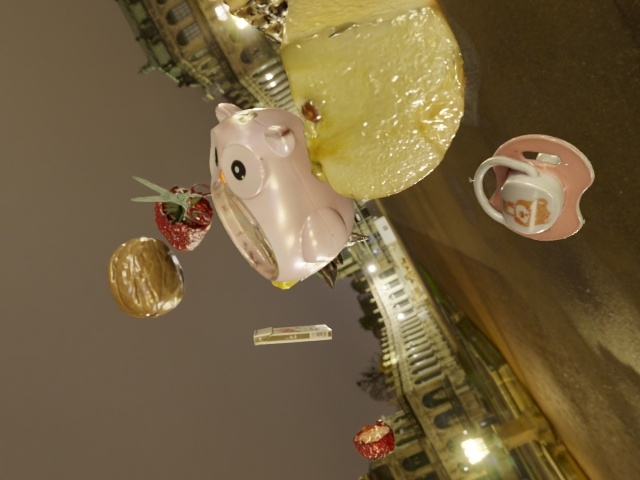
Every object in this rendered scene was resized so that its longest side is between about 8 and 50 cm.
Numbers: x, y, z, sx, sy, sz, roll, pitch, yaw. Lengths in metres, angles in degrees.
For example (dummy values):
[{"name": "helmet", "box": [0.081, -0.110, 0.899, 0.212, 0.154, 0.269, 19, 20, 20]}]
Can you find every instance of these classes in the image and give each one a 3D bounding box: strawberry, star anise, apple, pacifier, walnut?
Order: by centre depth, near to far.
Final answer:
[{"name": "apple", "box": [0.059, -0.226, 0.634, 0.314, 0.252, 0.309, 36, 164, 34]}, {"name": "pacifier", "box": [0.568, -0.140, 1.054, 0.220, 0.273, 0.332, -111, 0, -48]}, {"name": "star anise", "box": [0.013, 0.010, 1.351, 0.108, 0.315, 0.315, 18, -137, -56]}, {"name": "strawberry", "box": [0.180, 0.671, 1.352, 0.145, 0.145, 0.086, -43, -59, -81]}, {"name": "walnut", "box": [-0.649, 0.133, 1.512, 0.277, 0.252, 0.312, 108, 145, -66]}, {"name": "strawberry", "box": [-0.645, -0.100, 1.905, 0.260, 0.261, 0.257, 64, 150, 15]}]

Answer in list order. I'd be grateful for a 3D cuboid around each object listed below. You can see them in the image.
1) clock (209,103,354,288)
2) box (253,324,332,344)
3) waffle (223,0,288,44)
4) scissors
[{"name": "clock", "box": [-0.086, -0.114, 0.913, 0.368, 0.251, 0.376, 33, 149, 41]}, {"name": "box", "box": [-0.075, 0.247, 1.072, 0.109, 0.199, 0.029, 149, 119, -81]}, {"name": "waffle", "box": [-0.024, -0.628, 0.954, 0.261, 0.377, 0.113, -15, -93, -62]}, {"name": "scissors", "box": [-0.462, -0.135, 1.276, 0.248, 0.017, 0.144, 12, -115, -32]}]
